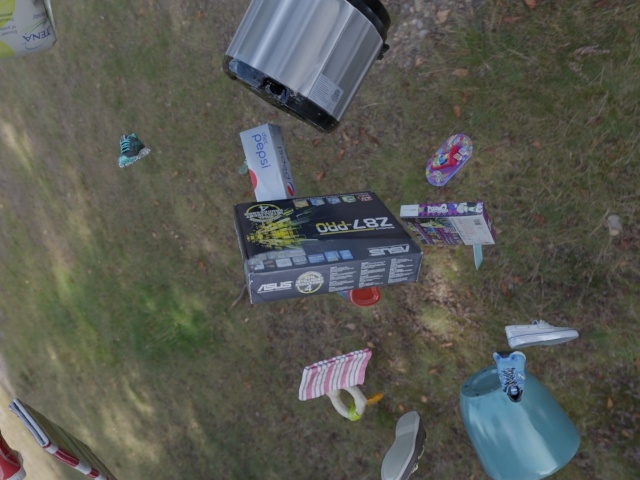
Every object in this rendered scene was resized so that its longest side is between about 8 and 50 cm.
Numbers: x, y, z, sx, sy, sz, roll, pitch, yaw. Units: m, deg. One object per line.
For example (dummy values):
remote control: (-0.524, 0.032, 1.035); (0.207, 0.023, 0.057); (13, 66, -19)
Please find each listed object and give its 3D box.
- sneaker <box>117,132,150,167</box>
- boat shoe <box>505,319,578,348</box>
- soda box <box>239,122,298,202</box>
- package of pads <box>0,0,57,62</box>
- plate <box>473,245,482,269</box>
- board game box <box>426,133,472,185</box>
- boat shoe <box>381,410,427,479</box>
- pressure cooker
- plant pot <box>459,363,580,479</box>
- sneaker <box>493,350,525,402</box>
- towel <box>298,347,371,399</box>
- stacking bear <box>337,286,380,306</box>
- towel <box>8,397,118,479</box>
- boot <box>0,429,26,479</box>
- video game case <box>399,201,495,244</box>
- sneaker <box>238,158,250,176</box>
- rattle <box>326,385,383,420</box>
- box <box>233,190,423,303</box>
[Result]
sneaker: (-0.532, -0.253, 1.193); (0.065, 0.166, 0.076); (-26, 113, 3)
boat shoe: (0.691, 0.283, 1.345); (0.083, 0.226, 0.075); (105, 159, -57)
soda box: (-0.141, -0.187, 1.260); (0.098, 0.091, 0.286); (-12, 95, 21)
package of pads: (-0.406, -0.181, 0.335); (0.229, 0.296, 0.101); (11, 127, 15)
plate: (0.534, 0.007, 1.464); (0.024, 0.188, 0.188); (-6, 113, 22)
board game box: (0.367, -0.247, 1.276); (0.033, 0.133, 0.168); (25, 119, -30)
boat shoe: (0.298, 0.730, 1.477); (0.117, 0.324, 0.096); (-32, 94, 28)
pressure cooker: (-0.016, -0.547, 1.162); (0.375, 0.370, 0.420); (31, 101, 5)
plant pot: (0.554, 0.509, 1.270); (0.293, 0.293, 0.235); (-32, 87, 46)
sneaker: (0.420, 0.297, 0.936); (0.063, 0.073, 0.162); (-12, 130, 26)
towel: (0.039, 0.363, 1.158); (0.029, 0.197, 0.144); (-123, 31, -44)
stacking bear: (0.116, 0.167, 1.931); (0.289, 0.164, 0.175); (29, 130, 53)
towel: (-0.683, 0.565, 1.163); (0.237, 0.037, 0.329); (17, 142, 35)
boot: (-0.837, 0.520, 1.094); (0.244, 0.088, 0.176); (-13, 103, 45)
video game case: (0.354, -0.041, 1.182); (0.210, 0.232, 0.041); (-1, 71, 30)
sneaker: (-0.300, -0.375, 1.884); (0.064, 0.192, 0.086); (40, 174, 31)
rattle: (0.080, 0.448, 1.348); (0.200, 0.143, 0.130); (31, 139, 32)
box: (0.000, 0.000, 1.056); (0.318, 0.395, 0.097); (-114, 22, -52)
